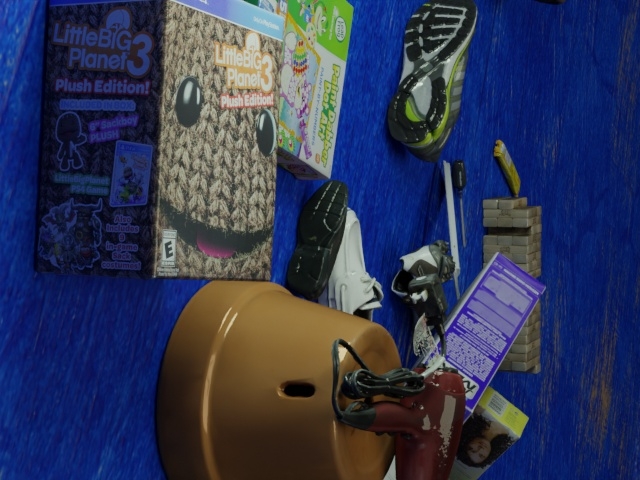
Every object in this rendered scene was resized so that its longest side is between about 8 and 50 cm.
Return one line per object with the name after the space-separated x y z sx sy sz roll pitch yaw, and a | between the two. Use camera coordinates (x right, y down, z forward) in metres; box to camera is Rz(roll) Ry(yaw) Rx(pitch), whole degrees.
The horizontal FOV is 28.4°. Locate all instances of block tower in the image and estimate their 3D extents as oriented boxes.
0.361 0.088 2.385 0.097 0.091 0.335 -12 102 -62 | block tower

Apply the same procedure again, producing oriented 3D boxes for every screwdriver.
0.246 -0.063 2.234 0.025 0.024 0.169 -18 117 -31 | screwdriver

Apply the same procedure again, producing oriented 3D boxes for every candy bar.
0.366 -0.138 2.458 0.161 0.018 0.040 54 42 -50 | candy bar

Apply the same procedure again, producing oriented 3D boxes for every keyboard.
0.215 -0.021 2.080 0.072 0.014 0.256 84 5 -46 | keyboard

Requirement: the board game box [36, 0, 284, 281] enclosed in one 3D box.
-0.157 -0.105 1.296 0.232 0.141 0.291 3 89 -63 | board game box

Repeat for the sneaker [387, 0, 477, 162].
0.182 -0.259 2.019 0.121 0.111 0.300 63 43 -60 | sneaker

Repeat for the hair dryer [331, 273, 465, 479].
0.086 0.202 1.454 0.224 0.080 0.293 -37 120 -38 | hair dryer

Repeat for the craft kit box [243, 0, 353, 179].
-0.045 -0.228 1.608 0.247 0.061 0.249 29 66 -63 | craft kit box

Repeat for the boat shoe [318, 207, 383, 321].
0.047 0.081 1.771 0.095 0.084 0.258 -6 97 -63 | boat shoe

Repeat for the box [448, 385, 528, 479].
0.224 0.335 1.994 0.232 0.087 0.058 -55 175 36 | box

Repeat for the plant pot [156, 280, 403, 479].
-0.030 0.192 1.500 0.291 0.204 0.290 -9 100 -64 | plant pot

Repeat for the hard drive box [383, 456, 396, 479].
0.079 0.400 1.805 0.181 0.089 0.232 53 43 -30 | hard drive box

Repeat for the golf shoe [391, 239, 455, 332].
0.152 0.077 2.008 0.198 0.094 0.077 94 -21 -45 | golf shoe

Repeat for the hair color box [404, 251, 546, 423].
0.217 0.186 1.978 0.339 0.110 0.185 -47 172 -47 | hair color box

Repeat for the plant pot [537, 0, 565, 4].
0.415 -0.564 2.322 0.263 0.263 0.229 9 101 -63 | plant pot

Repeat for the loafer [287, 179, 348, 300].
0.000 0.000 1.712 0.061 0.062 0.170 59 49 -63 | loafer
